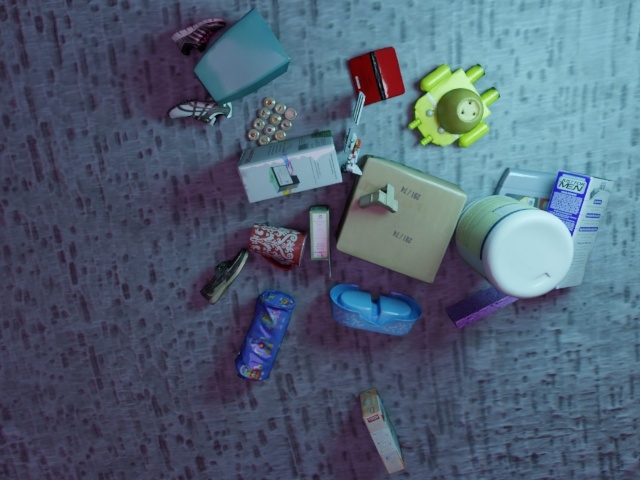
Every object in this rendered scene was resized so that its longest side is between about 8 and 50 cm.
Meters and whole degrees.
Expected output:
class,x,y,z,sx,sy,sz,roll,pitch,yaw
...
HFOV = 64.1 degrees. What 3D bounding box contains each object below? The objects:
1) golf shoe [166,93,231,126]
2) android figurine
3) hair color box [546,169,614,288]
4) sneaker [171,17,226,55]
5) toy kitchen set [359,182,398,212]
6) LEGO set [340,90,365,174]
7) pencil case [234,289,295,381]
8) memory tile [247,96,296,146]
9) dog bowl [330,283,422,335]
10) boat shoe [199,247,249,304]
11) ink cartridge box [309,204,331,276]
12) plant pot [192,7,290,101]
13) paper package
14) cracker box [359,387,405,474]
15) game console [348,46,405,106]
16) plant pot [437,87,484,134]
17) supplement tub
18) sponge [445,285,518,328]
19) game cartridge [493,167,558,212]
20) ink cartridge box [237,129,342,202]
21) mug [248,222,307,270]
class,x,y,z,sx,sy,sz,roll,pitch,yaw
golf shoe,-0.363,-0.384,1.539,0.198,0.077,0.094,-14,103,5
android figurine,0.394,-0.397,1.537,0.272,0.056,0.248,-35,101,7
hair color box,0.755,-0.032,1.546,0.185,0.110,0.339,0,109,-43
sneaker,-0.347,-0.594,1.498,0.170,0.063,0.075,-19,102,10
toy kitchen set,0.167,-0.119,1.452,0.083,0.075,0.068,27,60,-37
LEGO set,0.107,-0.300,1.493,0.060,0.182,0.244,13,111,-5
pencil case,-0.187,0.312,1.678,0.133,0.119,0.306,21,102,-2
memory tile,-0.149,-0.357,1.575,0.113,0.012,0.148,28,102,-6
dog bowl,0.170,0.223,1.636,0.297,0.166,0.074,11,115,-2
boat shoe,-0.312,0.109,1.652,0.073,0.080,0.224,34,106,-12
ink cartridge box,0.000,0.000,1.607,0.062,0.109,0.210,-2,104,2
plant pot,-0.232,-0.497,1.443,0.234,0.165,0.166,-36,100,-2
paper package,0.237,-0.070,1.558,0.324,0.168,0.310,19,101,-3
cracker box,0.208,0.641,1.730,0.067,0.156,0.232,-23,102,6
game console,0.169,-0.492,1.538,0.124,0.085,0.144,-8,105,35
plant pot,0.412,-0.371,1.465,0.134,0.095,0.134,0,102,-1
supplement tub,0.517,0.003,1.430,0.235,0.325,0.236,-1,105,-4
sponge,0.515,0.206,1.643,0.210,0.117,0.031,-27,103,6
game cartridge,0.631,-0.075,1.611,0.195,0.060,0.295,8,103,3
ink cartridge box,-0.087,-0.221,1.504,0.278,0.201,0.117,-12,114,4
mug,-0.139,0.025,1.616,0.169,0.113,0.150,13,101,1
